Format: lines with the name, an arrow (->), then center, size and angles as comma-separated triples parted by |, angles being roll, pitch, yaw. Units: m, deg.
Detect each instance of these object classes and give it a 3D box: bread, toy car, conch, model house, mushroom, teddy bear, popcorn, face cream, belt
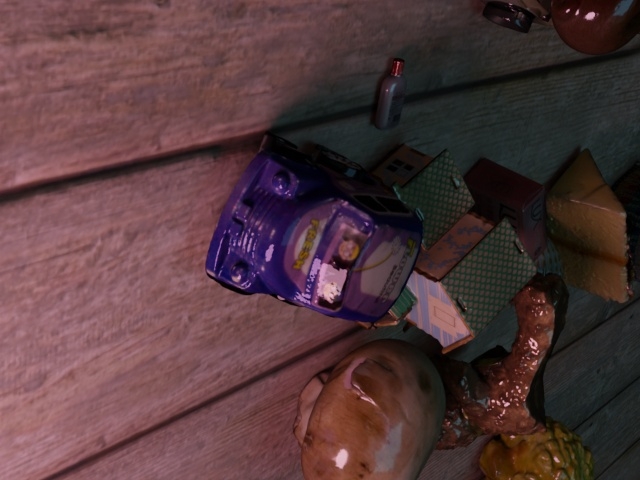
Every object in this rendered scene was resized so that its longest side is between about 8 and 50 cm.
bread -> 0.459, -0.019, 1.775 | 0.266, 0.141, 0.178 | 73, 13, -48
toy car -> 0.000, 0.000, 1.076 | 0.235, 0.158, 0.172 | 10, 107, -56
conch -> 0.340, 0.043, 1.671 | 0.153, 0.102, 0.135 | 25, 77, -59
model house -> 0.140, 0.040, 1.266 | 0.178, 0.206, 0.271 | -41, 144, -31
mushroom -> 0.062, 0.238, 1.334 | 0.255, 0.184, 0.255 | -32, 136, -38
teddy bear -> 0.252, 0.189, 1.589 | 0.246, 0.222, 0.296 | -11, 108, -67
popcorn -> 0.411, 0.474, 2.043 | 0.237, 0.251, 0.206 | 59, 33, -18
face cream -> 0.083, -0.170, 1.192 | 0.040, 0.021, 0.083 | -23, 133, -46
belt -> 0.634, -0.032, 1.987 | 0.257, 0.150, 0.207 | -36, 131, -36

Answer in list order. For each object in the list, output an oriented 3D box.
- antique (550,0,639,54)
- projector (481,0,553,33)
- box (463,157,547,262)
antique -> 0.374, -0.302, 1.247 | 0.257, 0.121, 0.143 | -23, 134, -47
projector -> 0.266, -0.352, 1.247 | 0.269, 0.088, 0.194 | 13, 101, -59
box -> 0.267, -0.037, 1.483 | 0.060, 0.111, 0.156 | -48, 145, -20
